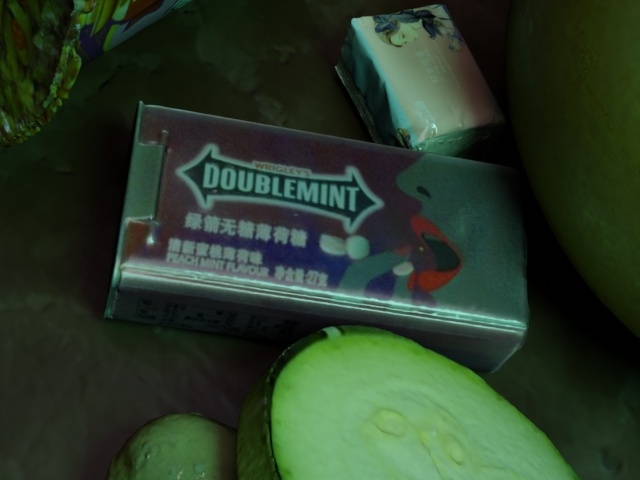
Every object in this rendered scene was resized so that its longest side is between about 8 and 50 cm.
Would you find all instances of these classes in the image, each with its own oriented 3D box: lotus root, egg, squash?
[{"bbox_3d":[-0.025,0.156,0.568,0.183,0.090,0.077,42,31,8],"label":"lotus root"},{"bbox_3d":[0.245,-0.080,0.651,0.283,0.282,0.351,-6,62,-17],"label":"egg"},{"bbox_3d":[0.056,0.132,0.572,0.219,0.041,0.219,30,29,-19],"label":"squash"}]

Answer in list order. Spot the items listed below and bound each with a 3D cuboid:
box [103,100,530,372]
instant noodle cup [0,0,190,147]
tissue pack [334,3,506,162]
[{"bbox_3d":[0.000,0.000,0.672,0.224,0.069,0.120,7,60,-10],"label":"box"},{"bbox_3d":[-0.132,-0.247,0.650,0.266,0.340,0.340,-31,73,-37],"label":"instant noodle cup"},{"bbox_3d":[0.060,-0.088,0.741,0.074,0.058,0.094,-16,67,-25],"label":"tissue pack"}]
